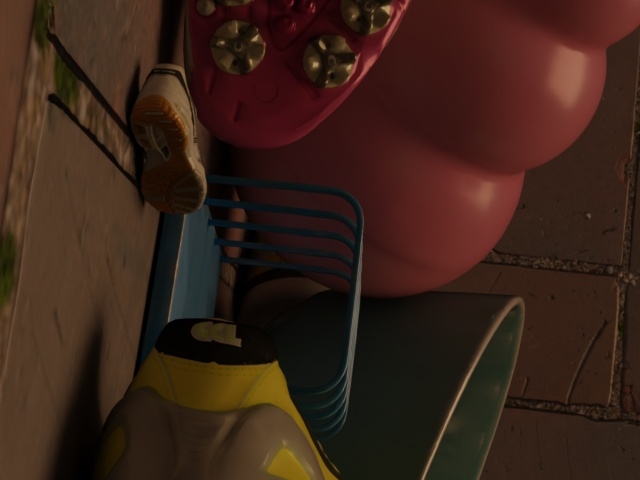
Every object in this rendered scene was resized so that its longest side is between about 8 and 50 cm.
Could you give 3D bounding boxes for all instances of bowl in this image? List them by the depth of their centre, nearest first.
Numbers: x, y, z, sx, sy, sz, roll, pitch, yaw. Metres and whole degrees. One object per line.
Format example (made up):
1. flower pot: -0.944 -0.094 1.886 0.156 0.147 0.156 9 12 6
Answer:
1. bowl: 0.019 0.159 0.960 0.311 0.163 0.311 20 90 -75

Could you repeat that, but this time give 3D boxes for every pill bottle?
1. pill bottle: 0.000 0.000 1.134 0.119 0.119 0.208 93 4 -50

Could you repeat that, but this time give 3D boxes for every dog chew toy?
1. dog chew toy: 0.087 -0.113 0.861 0.332 0.206 0.206 -47 -162 30

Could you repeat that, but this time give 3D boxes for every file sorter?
1. file sorter: -0.032 0.044 0.744 0.170 0.104 0.118 88 9 -73

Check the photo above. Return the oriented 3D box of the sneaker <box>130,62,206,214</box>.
1. sneaker: -0.065 -0.045 0.601 0.083 0.032 0.037 93 4 -54

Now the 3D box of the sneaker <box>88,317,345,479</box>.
1. sneaker: -0.031 0.172 0.662 0.384 0.145 0.147 94 4 -61

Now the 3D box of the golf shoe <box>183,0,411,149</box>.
1. golf shoe: -0.008 -0.185 0.697 0.140 0.115 0.306 155 -49 -71
